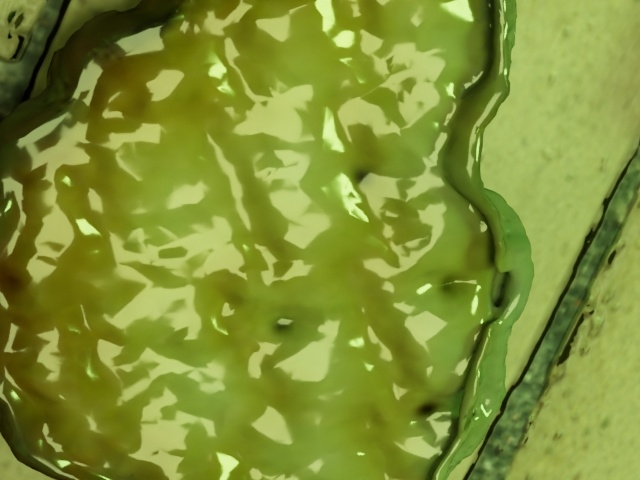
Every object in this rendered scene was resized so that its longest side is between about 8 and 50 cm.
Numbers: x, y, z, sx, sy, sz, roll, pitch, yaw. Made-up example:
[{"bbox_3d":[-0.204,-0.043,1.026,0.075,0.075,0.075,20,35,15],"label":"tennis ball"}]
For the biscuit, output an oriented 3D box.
[{"bbox_3d":[0.000,0.000,0.909,0.329,0.078,0.335,35,92,-27],"label":"biscuit"}]
